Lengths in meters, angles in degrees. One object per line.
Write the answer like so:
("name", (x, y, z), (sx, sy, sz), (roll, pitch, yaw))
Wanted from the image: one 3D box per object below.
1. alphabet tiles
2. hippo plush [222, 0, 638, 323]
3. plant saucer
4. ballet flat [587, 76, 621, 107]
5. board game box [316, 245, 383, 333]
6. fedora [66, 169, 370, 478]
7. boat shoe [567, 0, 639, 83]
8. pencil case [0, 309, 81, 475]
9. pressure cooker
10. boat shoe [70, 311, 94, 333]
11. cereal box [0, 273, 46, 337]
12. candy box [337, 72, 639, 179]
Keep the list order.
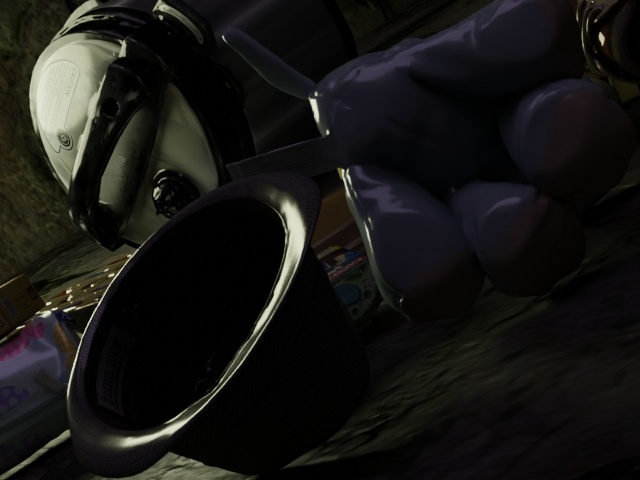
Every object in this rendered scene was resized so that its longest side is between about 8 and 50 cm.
("alphabet tiles", (-0.196, 0.028, 1.996), (0.285, 0.011, 0.342), (-18, 9, 35))
("hippo plush", (0.112, -0.044, 1.311), (0.294, 0.234, 0.236), (-8, -12, 23))
("plant saucer", (0.000, 0.000, 1.809), (0.278, 0.041, 0.278), (-31, 10, 6))
("ballet flat", (0.153, -0.055, 1.517), (0.248, 0.086, 0.086), (-29, 10, 30))
("board game box", (-0.033, 0.084, 1.407), (0.194, 0.060, 0.194), (-33, 10, -8))
("fedora", (-0.055, 0.078, 1.197), (0.275, 0.124, 0.243), (-6, 52, 56))
("boat shoe", (0.266, -0.189, 1.457), (0.324, 0.123, 0.116), (2, 26, 47))
("pencil case", (-0.336, 0.185, 1.719), (0.273, 0.113, 0.124), (-33, 33, -8))
("pressure cooker", (-0.189, -0.188, 2.406), (0.375, 0.370, 0.420), (-1, 29, 40))
("boat shoe", (-0.245, 0.090, 2.046), (0.081, 0.068, 0.228), (-27, 6, -29))
("cereal box", (-0.407, 0.127, 1.808), (0.240, 0.047, 0.173), (-34, 4, 4))
("candy box", (0.148, -0.136, 1.742), (0.183, 0.087, 0.316), (-24, 10, -24))
